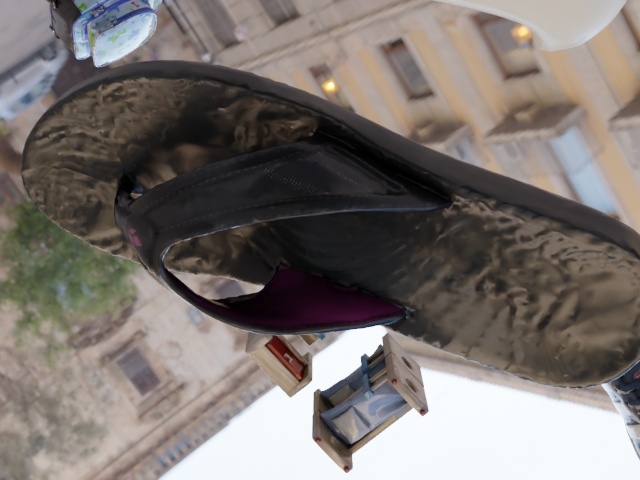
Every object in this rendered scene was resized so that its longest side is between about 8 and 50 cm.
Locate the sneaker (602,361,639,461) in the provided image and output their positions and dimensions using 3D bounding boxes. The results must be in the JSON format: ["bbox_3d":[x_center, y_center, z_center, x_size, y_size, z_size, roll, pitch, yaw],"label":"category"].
[{"bbox_3d":[0.381,0.160,1.164,0.131,0.148,0.350,-38,-142,14],"label":"sneaker"}]

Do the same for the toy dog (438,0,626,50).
[{"bbox_3d":[0.065,-0.250,0.296,0.408,0.395,0.284,19,-124,23],"label":"toy dog"}]

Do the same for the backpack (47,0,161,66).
[{"bbox_3d":[-0.219,-0.244,1.049,0.114,0.084,0.105,-39,175,-17],"label":"backpack"}]

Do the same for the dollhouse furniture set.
[{"bbox_3d":[0.018,0.155,1.198,0.129,0.183,0.129,-40,-167,11],"label":"dollhouse furniture set"}]

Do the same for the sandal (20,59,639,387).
[{"bbox_3d":[0.002,-0.002,0.649,0.446,0.167,0.107,15,-144,7],"label":"sandal"}]
